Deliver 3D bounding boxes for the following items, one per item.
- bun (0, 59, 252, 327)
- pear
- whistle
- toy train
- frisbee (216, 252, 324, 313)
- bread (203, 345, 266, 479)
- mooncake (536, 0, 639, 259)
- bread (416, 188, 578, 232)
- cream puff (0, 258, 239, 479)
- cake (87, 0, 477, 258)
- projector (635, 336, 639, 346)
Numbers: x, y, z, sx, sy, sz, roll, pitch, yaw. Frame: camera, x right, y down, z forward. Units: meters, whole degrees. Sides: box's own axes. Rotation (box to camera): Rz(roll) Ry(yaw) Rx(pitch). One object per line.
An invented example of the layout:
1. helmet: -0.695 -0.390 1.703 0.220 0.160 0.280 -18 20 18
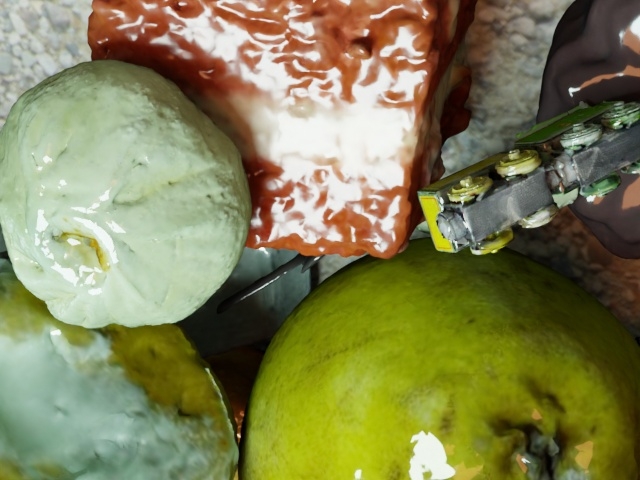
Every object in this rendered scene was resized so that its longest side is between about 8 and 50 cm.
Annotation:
1. bun: -0.148 -0.026 0.828 0.195 0.118 0.195 7 115 16
2. pear: 0.101 0.159 1.007 0.352 0.352 0.413 34 160 -3
3. whistle: -0.220 0.050 1.141 0.405 0.188 0.168 1 115 14
4. toy train: 0.159 -0.048 0.857 0.081 0.202 0.060 6 119 63
5. frisbee: 0.000 0.000 1.070 0.012 0.187 0.211 54 141 -4
6. bread: -0.072 0.199 1.199 0.229 0.143 0.139 43 118 -10
7. mooncake: 0.316 -0.110 0.955 0.283 0.141 0.283 5 114 11
8. bread: 0.132 -0.024 0.999 0.112 0.193 0.036 -14 92 -13
9. cream puff: -0.258 0.187 0.947 0.378 0.378 0.275 35 129 -4
10. cake: -0.017 -0.178 0.933 0.270 0.269 0.319 8 118 11
11. projector: 0.442 0.178 1.077 0.337 0.108 0.108 14 118 8
